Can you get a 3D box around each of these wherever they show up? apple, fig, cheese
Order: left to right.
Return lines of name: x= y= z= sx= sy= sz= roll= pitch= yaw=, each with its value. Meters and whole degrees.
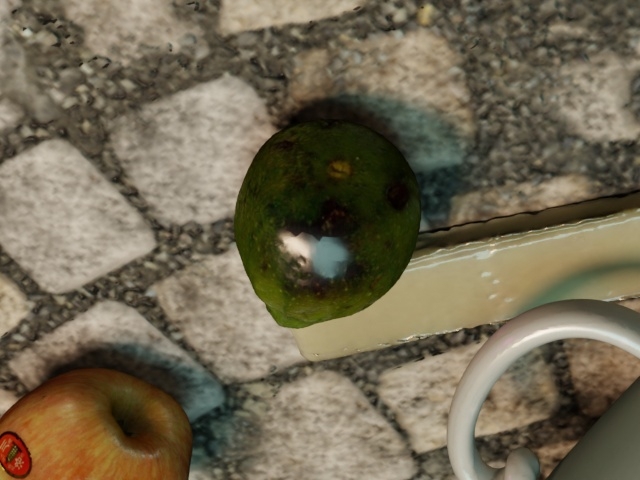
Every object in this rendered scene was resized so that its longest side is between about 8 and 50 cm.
apple: x=-0.163 y=0.161 z=1.385 sx=0.146 sy=0.146 sz=0.131 roll=25 pitch=119 yaw=-19
fig: x=0.000 y=0.000 z=1.280 sx=0.123 sy=0.123 sz=0.156 roll=8 pitch=148 yaw=-6
cheese: x=0.168 y=0.012 z=1.335 sx=0.400 sy=0.034 sz=0.085 roll=-13 pitch=123 yaw=9

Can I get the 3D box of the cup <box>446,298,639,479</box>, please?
cup: x=0.243 y=0.189 z=1.345 sx=0.357 sy=0.259 sz=0.274 roll=32 pitch=125 yaw=-7
